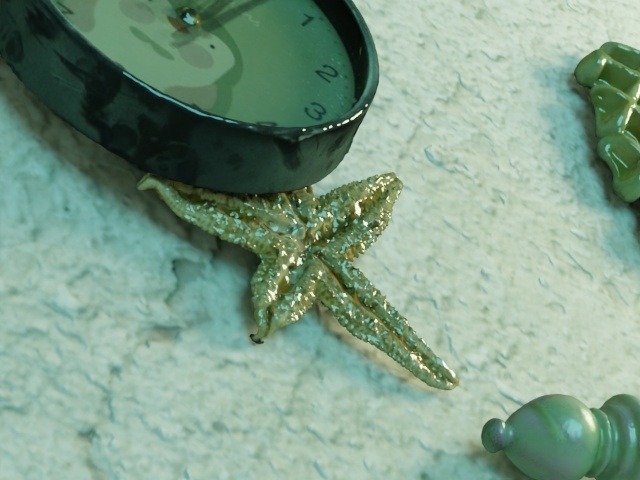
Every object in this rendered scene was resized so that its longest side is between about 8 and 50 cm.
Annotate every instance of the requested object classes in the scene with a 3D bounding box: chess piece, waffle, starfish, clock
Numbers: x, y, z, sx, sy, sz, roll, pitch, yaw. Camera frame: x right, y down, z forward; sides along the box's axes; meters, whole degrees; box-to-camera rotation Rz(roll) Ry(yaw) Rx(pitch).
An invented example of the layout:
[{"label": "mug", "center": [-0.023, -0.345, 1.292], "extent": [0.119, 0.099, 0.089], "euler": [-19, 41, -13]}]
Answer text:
[{"label": "chess piece", "center": [0.247, 0.158, 1.221], "extent": [0.272, 0.139, 0.139], "euler": [7, 51, -20]}, {"label": "waffle", "center": [0.390, -0.080, 1.572], "extent": [0.309, 0.056, 0.292], "euler": [9, 52, -32]}, {"label": "starfish", "center": [0.003, -0.004, 1.201], "extent": [0.295, 0.048, 0.231], "euler": [34, 41, -13]}, {"label": "clock", "center": [-0.101, -0.170, 1.210], "extent": [0.319, 0.066, 0.319], "euler": [22, 37, -17]}]
